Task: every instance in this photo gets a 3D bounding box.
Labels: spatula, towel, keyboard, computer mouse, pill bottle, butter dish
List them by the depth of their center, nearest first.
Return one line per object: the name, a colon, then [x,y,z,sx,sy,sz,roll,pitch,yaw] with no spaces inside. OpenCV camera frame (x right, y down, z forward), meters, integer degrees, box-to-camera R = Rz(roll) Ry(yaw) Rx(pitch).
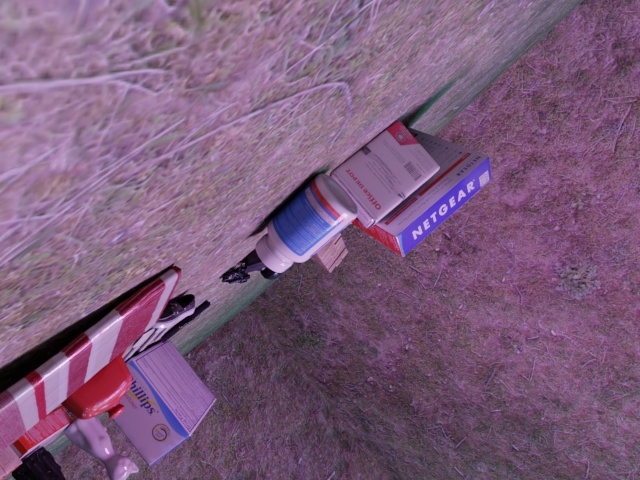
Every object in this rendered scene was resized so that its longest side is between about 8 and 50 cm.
towel: [-0.364,0.179,0.673,0.329,0.037,0.237,-44,179,-41]
butter dish: [-0.456,0.318,0.923,0.160,0.118,0.160,-37,175,-43]
pill bottle: [-0.037,-0.030,0.960,0.221,0.124,0.124,-41,177,20]
spatula: [-0.445,0.259,1.189,0.242,0.019,0.168,-43,177,40]
computer mouse: [-0.144,0.045,1.259,0.272,0.072,0.188,-40,177,1]
keyboard: [-0.422,0.253,1.386,0.180,0.023,0.108,-40,-176,-12]
computer mouse: [-0.152,0.080,1.401,0.071,0.041,0.242,-37,-166,0]

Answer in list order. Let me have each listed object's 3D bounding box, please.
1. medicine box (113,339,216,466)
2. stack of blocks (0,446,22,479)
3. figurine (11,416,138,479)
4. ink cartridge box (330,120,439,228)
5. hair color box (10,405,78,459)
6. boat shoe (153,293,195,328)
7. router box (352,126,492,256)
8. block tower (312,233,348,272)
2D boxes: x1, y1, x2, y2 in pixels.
medicine box: [-0.478,0.462,1.317,0.149,0.263,0.289,-38,179,0]
stack of blocks: [-0.559,0.363,0.558,0.171,0.087,0.297,-40,177,-7]
figurine: [-0.572,0.553,1.065,0.092,0.209,0.215,-43,177,31]
ink cartridge box: [0.151,-0.158,1.077,0.218,0.158,0.092,-39,177,-13]
hair color box: [-0.671,0.464,1.048,0.093,0.053,0.167,-42,176,8]
boat shoe: [-0.316,0.148,0.943,0.142,0.049,0.040,-26,132,-73]
router box: [0.233,-0.149,1.210,0.335,0.301,0.082,-39,133,-11]
block tower: [0.000,0.000,1.219,0.091,0.097,0.335,-53,161,-7]
